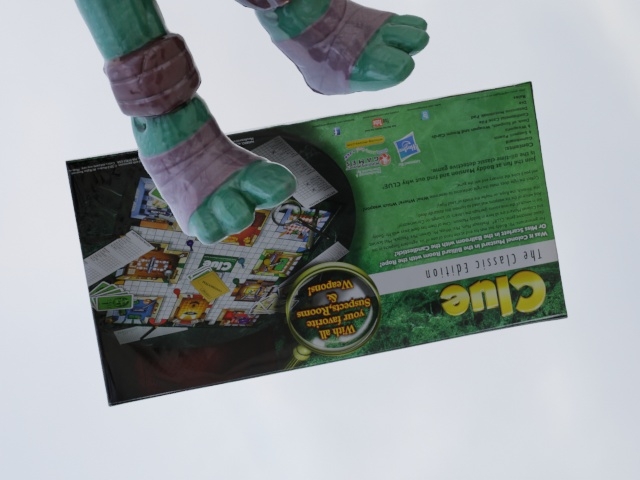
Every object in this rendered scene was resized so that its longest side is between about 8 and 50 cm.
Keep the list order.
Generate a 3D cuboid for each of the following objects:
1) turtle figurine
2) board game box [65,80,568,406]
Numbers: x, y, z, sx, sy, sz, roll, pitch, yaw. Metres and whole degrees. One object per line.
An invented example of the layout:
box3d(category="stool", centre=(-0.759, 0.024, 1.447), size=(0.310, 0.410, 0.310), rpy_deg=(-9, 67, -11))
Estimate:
box3d(category="turtle figurine", centre=(-0.068, -0.121, 0.594), size=(0.234, 0.175, 0.118), rpy_deg=(53, 178, -28))
box3d(category="board game box", centre=(0.000, 0.000, 0.988), size=(0.030, 0.260, 0.136), rpy_deg=(-170, 71, -80))
